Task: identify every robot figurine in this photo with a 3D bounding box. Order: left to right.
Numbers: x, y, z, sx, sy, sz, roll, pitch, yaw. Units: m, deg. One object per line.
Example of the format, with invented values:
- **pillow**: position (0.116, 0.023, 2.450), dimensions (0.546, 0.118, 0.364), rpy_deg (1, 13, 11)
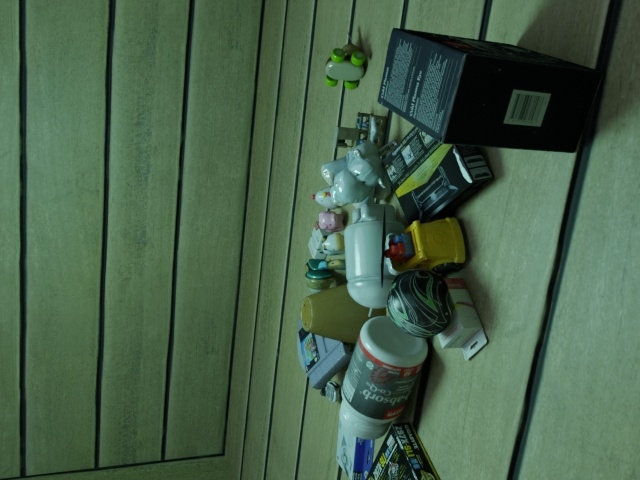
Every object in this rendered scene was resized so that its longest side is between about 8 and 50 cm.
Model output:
- **robot figurine**: position (0.179, 0.063, 1.847), dimensions (0.300, 0.199, 0.354), rpy_deg (150, 119, -72)

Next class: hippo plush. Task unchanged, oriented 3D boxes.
- **hippo plush**: position (0.154, -0.201, 1.864), dimensions (0.294, 0.234, 0.236), rpy_deg (-41, 17, 9)

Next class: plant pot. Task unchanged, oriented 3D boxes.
- **plant pot**: position (0.066, 0.256, 2.049), dimensions (0.237, 0.254, 0.237), rpy_deg (-177, 90, -68)

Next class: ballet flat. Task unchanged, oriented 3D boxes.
- **ballet flat**: position (-0.010, 0.162, 2.364), dimensions (0.348, 0.123, 0.123), rpy_deg (-113, 28, -79)

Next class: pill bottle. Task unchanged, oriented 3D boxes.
- **pill bottle**: position (0.184, 0.434, 1.804), dimensions (0.210, 0.210, 0.363), rpy_deg (-119, 36, -51)

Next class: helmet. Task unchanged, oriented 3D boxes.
- **helmet**: position (0.261, 0.175, 1.538), dimensions (0.169, 0.169, 0.162), rpy_deg (119, 164, -49)

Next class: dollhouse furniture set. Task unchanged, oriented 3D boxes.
- **dollhouse furniture set**: position (0.120, -0.390, 2.046), dimensions (0.129, 0.183, 0.129), rpy_deg (-143, 57, -64)

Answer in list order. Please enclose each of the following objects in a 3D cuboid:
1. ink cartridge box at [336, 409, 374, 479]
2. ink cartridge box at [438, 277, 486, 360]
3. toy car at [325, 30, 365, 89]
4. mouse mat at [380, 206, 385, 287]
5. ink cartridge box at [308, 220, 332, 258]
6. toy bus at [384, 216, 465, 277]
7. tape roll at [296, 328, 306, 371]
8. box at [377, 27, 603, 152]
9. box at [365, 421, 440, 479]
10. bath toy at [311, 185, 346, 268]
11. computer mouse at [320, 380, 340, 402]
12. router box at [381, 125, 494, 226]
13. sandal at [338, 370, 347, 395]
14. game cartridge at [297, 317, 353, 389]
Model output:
- **ink cartridge box**: position (0.124, 0.766, 2.147), dimensions (0.224, 0.045, 0.223), rpy_deg (-161, 74, -67)
- **ink cartridge box**: position (0.363, 0.213, 1.562), dimensions (0.115, 0.067, 0.198), rpy_deg (117, 147, -46)
- **toy car**: position (0.094, -0.704, 2.213), dimensions (0.155, 0.149, 0.188), rpy_deg (109, 165, -59)
- **mouse mat**: position (0.177, 0.020, 1.626), dimensions (0.153, 0.007, 0.190), rpy_deg (78, -165, -58)
- **ink cartridge box**: position (0.000, 0.000, 2.488), dimensions (0.099, 0.056, 0.135), rpy_deg (-112, 32, -45)
- **toy bus**: position (0.266, 0.034, 1.629), dimensions (0.220, 0.211, 0.149), rpy_deg (131, 134, -60)
- **tape roll**: position (-0.035, 0.461, 2.525), dimensions (0.219, 0.072, 0.219), rpy_deg (-178, 90, -67)
- **box**: position (0.351, -0.332, 1.262), dimensions (0.312, 0.343, 0.179), rpy_deg (-127, 42, -56)
- **box**: position (0.251, 0.770, 1.794), dimensions (0.257, 0.079, 0.322), rpy_deg (-115, 34, -51)
- **bath toy**: position (0.035, -0.056, 2.312), dimensions (0.151, 0.129, 0.348), rpy_deg (144, 125, -63)
- **computer mouse**: position (0.046, 0.612, 2.361), dimensions (0.193, 0.042, 0.106), rpy_deg (-164, 81, -73)
- **router box**: position (0.314, -0.197, 1.616), dimensions (0.309, 0.081, 0.243), rpy_deg (-46, 61, 57)
- **sandal**: position (0.123, 0.513, 2.147), dimensions (0.219, 0.090, 0.060), rpy_deg (106, 176, -48)
- **game cartridge**: position (0.008, 0.387, 2.307), dimensions (0.230, 0.068, 0.355), rpy_deg (-46, 35, 24)
